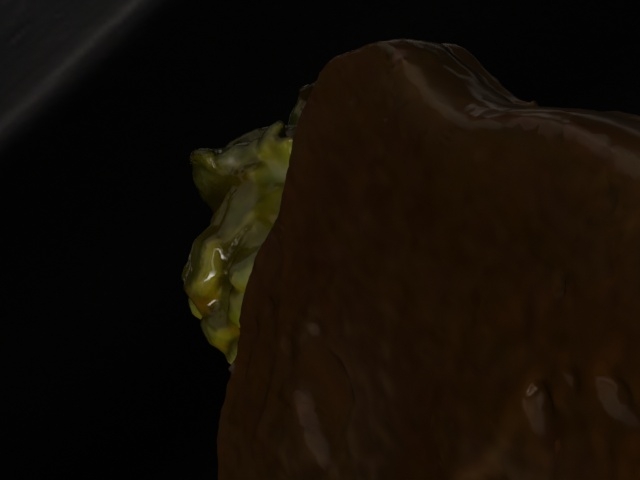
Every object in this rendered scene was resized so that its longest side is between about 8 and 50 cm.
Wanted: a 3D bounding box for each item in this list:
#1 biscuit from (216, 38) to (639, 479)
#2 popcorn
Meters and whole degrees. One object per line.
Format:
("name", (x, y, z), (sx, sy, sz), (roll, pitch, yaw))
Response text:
("biscuit", (0.068, 0.127, 0.619), (0.365, 0.062, 0.385), (36, -59, 51))
("popcorn", (0.000, 0.000, 1.296), (0.224, 0.258, 0.270), (8, -112, 24))
